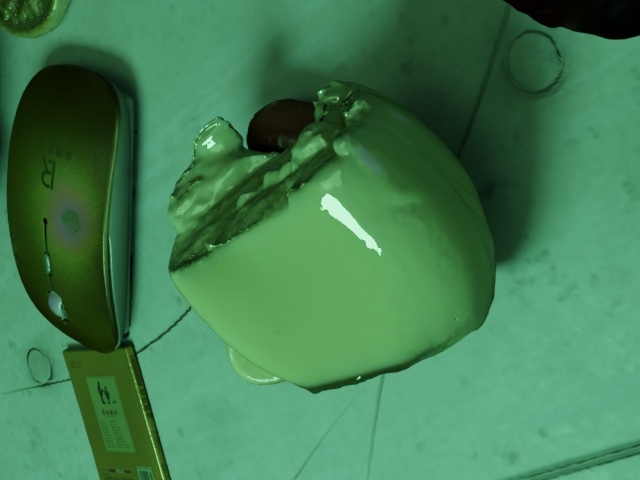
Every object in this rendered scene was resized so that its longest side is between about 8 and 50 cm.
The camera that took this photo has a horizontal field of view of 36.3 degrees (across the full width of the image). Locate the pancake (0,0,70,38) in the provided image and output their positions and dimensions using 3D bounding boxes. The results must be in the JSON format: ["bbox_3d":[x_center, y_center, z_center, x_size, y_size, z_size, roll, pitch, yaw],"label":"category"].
[{"bbox_3d":[-0.309,-0.283,1.001,0.152,0.025,0.151,14,114,33],"label":"pancake"}]

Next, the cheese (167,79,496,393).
[{"bbox_3d":[0.000,0.000,0.751,0.266,0.127,0.233,-25,112,43],"label":"cheese"}]

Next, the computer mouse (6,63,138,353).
[{"bbox_3d":[-0.258,-0.025,1.017,0.158,0.072,0.310,22,117,33],"label":"computer mouse"}]

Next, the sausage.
[{"bbox_3d":[-0.017,-0.088,0.821,0.094,0.059,0.054,14,70,31],"label":"sausage"}]

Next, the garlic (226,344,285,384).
[{"bbox_3d":[-0.058,0.109,0.928,0.083,0.041,0.053,30,108,17],"label":"garlic"}]

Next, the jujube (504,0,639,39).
[{"bbox_3d":[0.186,-0.294,0.496,0.258,0.258,0.376,31,115,26],"label":"jujube"}]

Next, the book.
[{"bbox_3d":[-0.231,0.202,1.105,0.118,0.012,0.172,-7,100,39],"label":"book"}]
